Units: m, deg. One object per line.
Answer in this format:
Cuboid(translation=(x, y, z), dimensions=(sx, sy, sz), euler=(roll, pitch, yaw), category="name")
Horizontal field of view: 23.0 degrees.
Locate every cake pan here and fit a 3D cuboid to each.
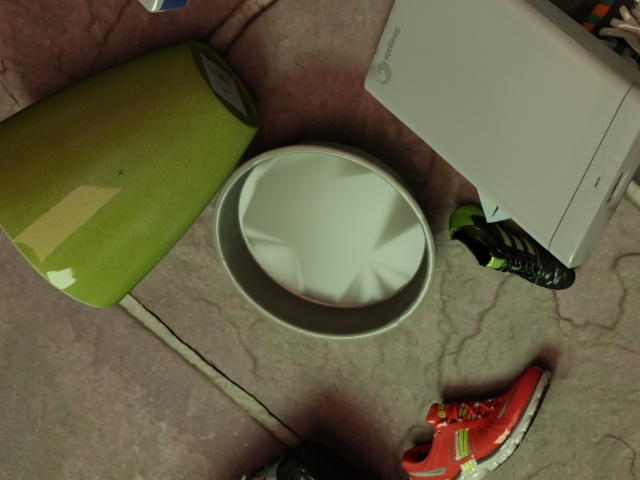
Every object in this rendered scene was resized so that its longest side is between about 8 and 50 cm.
Cuboid(translation=(0.008, -0.005, 1.999), dimensions=(0.293, 0.054, 0.293), euler=(9, 125, 13), category="cake pan")

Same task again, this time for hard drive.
Cuboid(translation=(0.209, -0.167, 1.767), dimensions=(0.353, 0.047, 0.233), euler=(44, 132, 28), category="hard drive")

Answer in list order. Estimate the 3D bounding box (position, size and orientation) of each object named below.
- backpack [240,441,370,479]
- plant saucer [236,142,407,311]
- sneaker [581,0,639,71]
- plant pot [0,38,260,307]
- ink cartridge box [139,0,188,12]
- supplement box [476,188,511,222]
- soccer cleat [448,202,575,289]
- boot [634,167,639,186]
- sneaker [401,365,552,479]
Cuboid(translation=(-0.051, 0.471, 2.285), dimensions=(0.290, 0.273, 0.355), euler=(41, 104, -13), category="backpack")
Cuboid(translation=(0.000, 0.000, 2.064), dimensions=(0.277, 0.041, 0.278), euler=(8, 125, 12), category="plant saucer")
Cuboid(translation=(0.329, -0.204, 1.766), dimensions=(0.108, 0.121, 0.302), euler=(32, 126, -4), category="sneaker")
Cuboid(translation=(-0.230, -0.111, 1.953), dimensions=(0.293, 0.275, 0.275), euler=(-36, 106, 17), category="plant pot")
Cuboid(translation=(-0.213, -0.484, 1.763), dimensions=(0.330, 0.071, 0.324), euler=(47, 130, 22), category="ink cartridge box")
Cuboid(translation=(0.225, -0.080, 1.906), dimensions=(0.056, 0.083, 0.083), euler=(-7, 120, 23), category="supplement box")
Cuboid(translation=(0.237, 0.020, 1.975), dimensions=(0.179, 0.072, 0.060), euler=(30, 127, -3), category="soccer cleat")
Cuboid(translation=(0.513, -0.092, 1.799), dimensions=(0.338, 0.118, 0.223), euler=(-8, 123, 36), category="boot")
Cuboid(translation=(0.203, 0.255, 2.130), dimensions=(0.118, 0.107, 0.279), euler=(41, 124, 1), category="sneaker")
